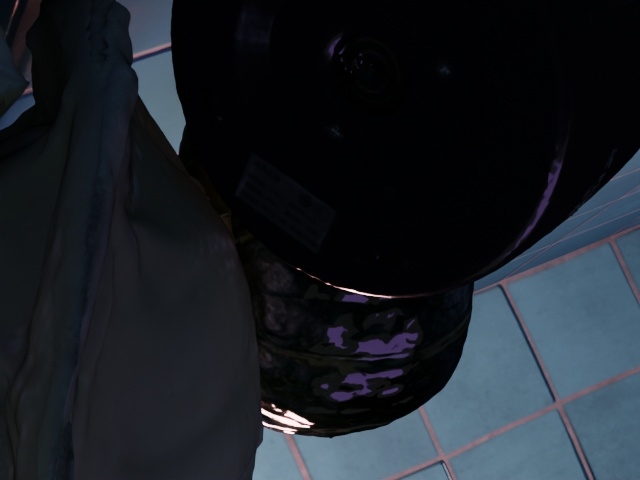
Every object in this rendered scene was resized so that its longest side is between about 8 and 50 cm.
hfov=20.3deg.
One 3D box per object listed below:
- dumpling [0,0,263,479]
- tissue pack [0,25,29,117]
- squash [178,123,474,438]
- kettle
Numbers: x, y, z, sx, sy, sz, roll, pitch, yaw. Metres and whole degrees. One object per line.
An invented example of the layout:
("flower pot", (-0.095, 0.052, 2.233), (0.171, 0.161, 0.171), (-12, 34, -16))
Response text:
("dumpling", (-0.120, 0.082, 0.832), (0.233, 0.395, 0.315), (11, -172, -16))
("tissue pack", (-0.257, -0.031, 0.775), (0.186, 0.090, 0.222), (-19, 172, -46))
("squash", (0.000, 0.000, 1.132), (0.165, 0.252, 0.252), (-11, 168, -12))
("kettle", (0.077, -0.093, 0.903), (0.290, 0.207, 0.268), (-31, 155, -52))
